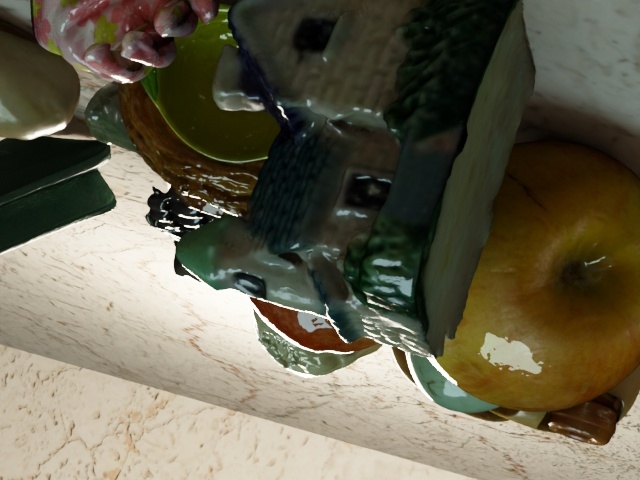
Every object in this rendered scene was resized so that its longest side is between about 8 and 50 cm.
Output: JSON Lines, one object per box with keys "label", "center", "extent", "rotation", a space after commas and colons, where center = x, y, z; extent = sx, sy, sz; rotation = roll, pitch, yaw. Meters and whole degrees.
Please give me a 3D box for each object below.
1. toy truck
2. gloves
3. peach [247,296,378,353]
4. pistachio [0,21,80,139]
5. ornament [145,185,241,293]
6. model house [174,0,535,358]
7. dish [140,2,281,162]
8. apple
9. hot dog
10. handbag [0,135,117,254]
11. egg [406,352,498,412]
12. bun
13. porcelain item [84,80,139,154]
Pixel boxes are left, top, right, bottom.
{"label": "toy truck", "center": [0.249, 0.123, 2.179], "extent": [0.288, 0.204, 0.212], "rotation": [21, 168, -15]}
{"label": "gloves", "center": [-0.172, -0.218, 1.664], "extent": [0.241, 0.145, 0.126], "rotation": [13, 173, 36]}
{"label": "peach", "center": [0.000, 0.000, 2.031], "extent": [0.257, 0.232, 0.232], "rotation": [21, 166, 16]}
{"label": "pistachio", "center": [-0.354, -0.184, 2.035], "extent": [0.124, 0.124, 0.185], "rotation": [7, 154, 37]}
{"label": "ornament", "center": [-0.116, -0.025, 2.339], "extent": [0.251, 0.106, 0.260], "rotation": [11, 158, 20]}
{"label": "model house", "center": [0.017, -0.078, 1.588], "extent": [0.284, 0.298, 0.243], "rotation": [14, 164, 20]}
{"label": "dish", "center": [-0.088, -0.162, 1.775], "extent": [0.208, 0.149, 0.080], "rotation": [39, -166, 0]}
{"label": "apple", "center": [0.217, 0.031, 1.774], "extent": [0.286, 0.286, 0.233], "rotation": [25, 170, -19]}
{"label": "hot dog", "center": [-0.125, -0.095, 1.894], "extent": [0.259, 0.114, 0.175], "rotation": [38, 179, 25]}
{"label": "handbag", "center": [-0.439, -0.048, 2.282], "extent": [0.238, 0.089, 0.326], "rotation": [11, -153, 40]}
{"label": "egg", "center": [0.183, 0.090, 1.977], "extent": [0.168, 0.231, 0.168], "rotation": [22, 143, 18]}
{"label": "bun", "center": [0.025, 0.076, 2.249], "extent": [0.134, 0.220, 0.220], "rotation": [21, 169, 40]}
{"label": "porcelain item", "center": [-0.175, -0.102, 2.036], "extent": [0.216, 0.069, 0.081], "rotation": [36, 157, 32]}
